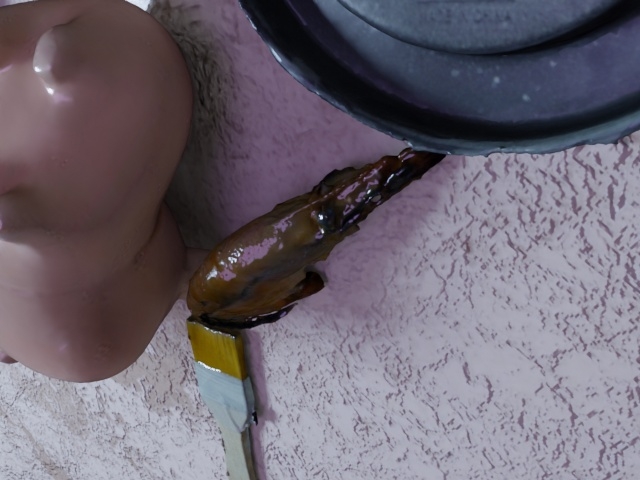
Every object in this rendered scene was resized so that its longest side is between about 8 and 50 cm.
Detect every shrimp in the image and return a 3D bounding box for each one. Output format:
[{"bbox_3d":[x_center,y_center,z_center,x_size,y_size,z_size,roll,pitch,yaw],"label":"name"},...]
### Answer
[{"bbox_3d":[-0.004,-0.007,0.575,0.262,0.117,0.066,-31,65,23],"label":"shrimp"}]

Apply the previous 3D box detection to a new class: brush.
[{"bbox_3d":[-0.098,0.233,0.809,0.085,0.020,0.337,15,125,30],"label":"brush"}]

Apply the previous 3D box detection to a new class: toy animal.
[{"bbox_3d":[-0.205,-0.039,0.603,0.237,0.269,0.327,26,97,22],"label":"toy animal"}]

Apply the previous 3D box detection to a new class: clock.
[{"bbox_3d":[0.085,-0.233,0.350,0.386,0.076,0.387,18,125,28],"label":"clock"}]
